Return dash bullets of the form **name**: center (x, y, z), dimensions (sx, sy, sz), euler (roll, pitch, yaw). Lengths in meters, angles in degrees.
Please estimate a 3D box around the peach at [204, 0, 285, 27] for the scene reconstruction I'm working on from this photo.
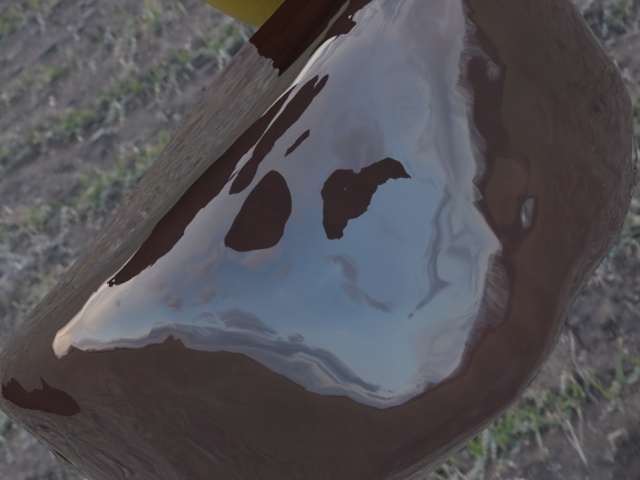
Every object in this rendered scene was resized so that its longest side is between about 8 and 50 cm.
- **peach**: center (-0.019, -0.279, 0.972), dimensions (0.251, 0.153, 0.251), euler (0, 87, 0)

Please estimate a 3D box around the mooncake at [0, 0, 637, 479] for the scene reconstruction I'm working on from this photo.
- **mooncake**: center (0.000, 0.000, 0.627), dimensions (0.334, 0.174, 0.326), euler (-46, 15, 11)
